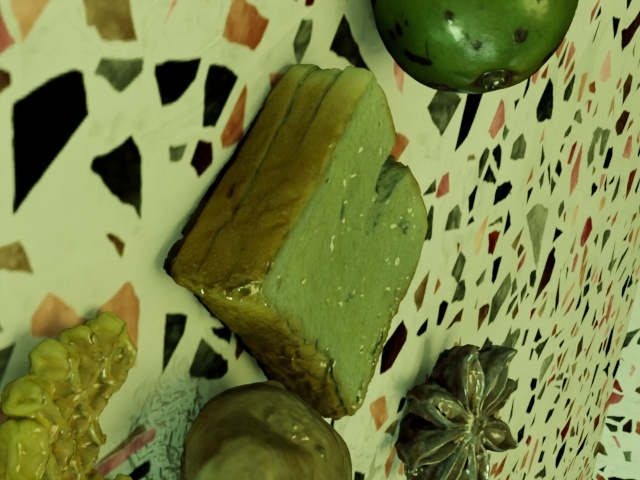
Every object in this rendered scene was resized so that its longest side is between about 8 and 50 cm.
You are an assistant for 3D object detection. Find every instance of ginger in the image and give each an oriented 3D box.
[{"bbox_3d":[-0.087,0.262,0.783,0.304,0.155,0.244,-57,180,-17],"label":"ginger"}]

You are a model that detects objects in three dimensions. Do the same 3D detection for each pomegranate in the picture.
[{"bbox_3d":[0.137,-0.253,0.881,0.202,0.202,0.248,19,62,-62],"label":"pomegranate"}]

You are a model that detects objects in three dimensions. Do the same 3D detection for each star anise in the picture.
[{"bbox_3d":[0.183,0.246,1.319,0.236,0.109,0.223,8,91,-45],"label":"star anise"}]

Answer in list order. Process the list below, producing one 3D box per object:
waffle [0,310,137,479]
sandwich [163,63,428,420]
[{"bbox_3d":[-0.176,0.149,0.673,0.149,0.051,0.194,-18,116,-66],"label":"waffle"},{"bbox_3d":[0.001,0.000,0.860,0.249,0.095,0.273,-64,150,-22],"label":"sandwich"}]
